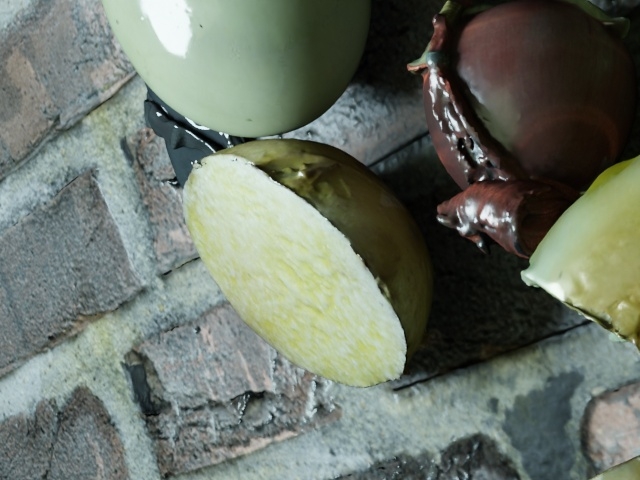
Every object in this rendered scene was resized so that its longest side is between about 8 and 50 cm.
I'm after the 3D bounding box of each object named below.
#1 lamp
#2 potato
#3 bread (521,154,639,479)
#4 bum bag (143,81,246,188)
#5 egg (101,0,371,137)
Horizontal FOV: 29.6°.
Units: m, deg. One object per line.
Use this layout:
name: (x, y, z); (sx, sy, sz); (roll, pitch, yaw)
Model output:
lamp: (0.157, -0.073, 0.858); (0.151, 0.215, 0.223); (-2, 78, 63)
potato: (0.000, 0.000, 1.027); (0.239, 0.116, 0.299); (53, 155, -14)
bread: (0.268, 0.091, 0.672); (0.333, 0.160, 0.333); (-9, 74, 34)
bum bag: (-0.132, -0.156, 1.174); (0.123, 0.060, 0.248); (-11, 93, 44)
egg: (-0.069, -0.211, 0.993); (0.219, 0.219, 0.269); (-40, 75, 42)
